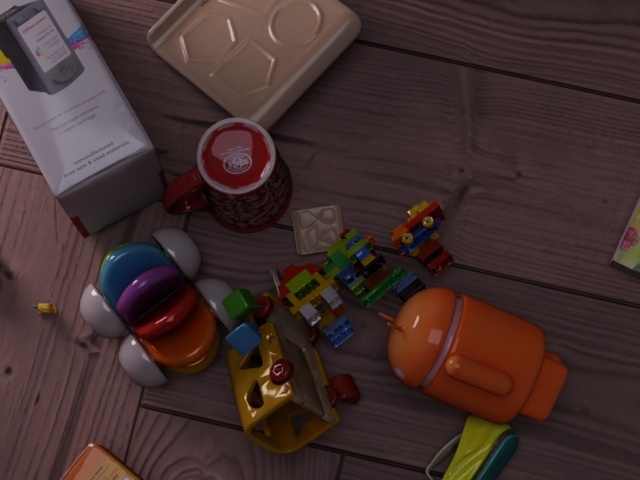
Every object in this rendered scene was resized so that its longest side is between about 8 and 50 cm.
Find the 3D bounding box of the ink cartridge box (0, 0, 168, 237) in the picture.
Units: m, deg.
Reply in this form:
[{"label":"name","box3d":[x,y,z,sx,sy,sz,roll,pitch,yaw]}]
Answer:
[{"label":"ink cartridge box","box3d":[-0.308,-0.179,1.904,0.131,0.226,0.306,-30,79,-5]}]

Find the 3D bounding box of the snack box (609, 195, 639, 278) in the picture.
[{"label":"snack box","box3d":[0.422,-0.015,1.945,0.100,0.037,0.141,25,81,5]}]

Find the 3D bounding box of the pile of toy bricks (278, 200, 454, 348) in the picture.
[{"label":"pile of toy bricks","box3d":[0.048,0.026,1.920,0.212,0.118,0.105,-38,51,-7]}]

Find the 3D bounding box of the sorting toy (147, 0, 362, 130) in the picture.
[{"label":"sorting toy","box3d":[-0.081,-0.252,1.989,0.208,0.038,0.193,40,83,23]}]

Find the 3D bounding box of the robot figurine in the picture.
[{"label":"robot figurine","box3d":[0.170,0.131,1.861,0.219,0.128,0.158,23,47,-7]}]

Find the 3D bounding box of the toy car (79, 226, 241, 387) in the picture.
[{"label":"toy car","box3d":[-0.191,0.074,1.897,0.159,0.136,0.182,-39,81,-5]}]

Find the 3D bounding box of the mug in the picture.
[{"label":"mug","box3d":[-0.104,-0.067,1.904,0.113,0.169,0.150,43,83,8]}]

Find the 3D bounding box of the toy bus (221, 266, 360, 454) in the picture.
[{"label":"toy bus","box3d":[-0.058,0.149,1.883,0.104,0.202,0.191,-37,89,19]}]

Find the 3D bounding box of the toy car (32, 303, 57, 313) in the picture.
[{"label":"toy car","box3d":[-0.372,0.046,1.957,0.122,0.040,0.060,16,80,5]}]

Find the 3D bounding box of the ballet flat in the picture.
[{"label":"ballet flat","box3d":[0.144,0.302,1.885,0.077,0.077,0.231,27,78,28]}]

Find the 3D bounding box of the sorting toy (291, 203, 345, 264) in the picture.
[{"label":"sorting toy","box3d":[0.000,0.000,1.968,0.062,0.012,0.083,-7,76,-4]}]

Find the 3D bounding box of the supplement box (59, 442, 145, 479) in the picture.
[{"label":"supplement box","box3d":[-0.195,0.336,1.879,0.233,0.078,0.080,37,83,8]}]
